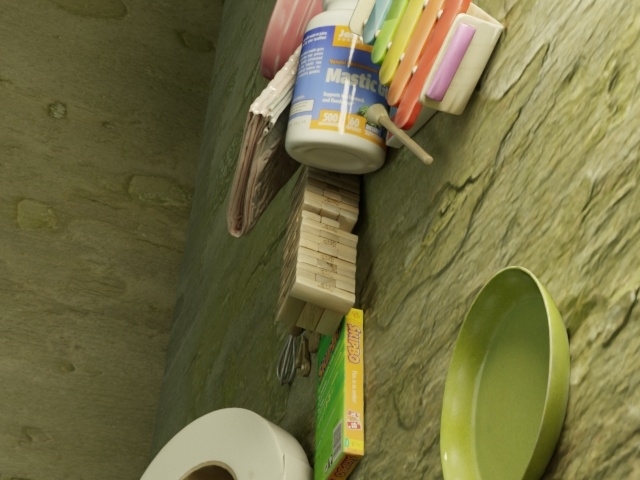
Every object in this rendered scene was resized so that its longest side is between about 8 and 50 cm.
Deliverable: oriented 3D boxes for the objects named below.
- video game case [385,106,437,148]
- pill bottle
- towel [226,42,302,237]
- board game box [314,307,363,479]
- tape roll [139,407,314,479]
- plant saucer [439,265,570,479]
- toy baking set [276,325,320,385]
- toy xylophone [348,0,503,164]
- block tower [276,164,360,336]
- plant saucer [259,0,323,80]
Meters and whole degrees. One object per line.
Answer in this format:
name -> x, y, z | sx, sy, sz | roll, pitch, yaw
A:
video game case -> 0.149, -0.292, 1.652 | 0.204, 0.025, 0.285 | 136, 144, -66
pill bottle -> 0.041, -0.248, 1.779 | 0.152, 0.152, 0.272 | 147, 134, -71
towel -> -0.042, -0.202, 1.976 | 0.332, 0.053, 0.317 | -55, -10, -36
board game box -> 0.025, 0.213, 1.667 | 0.124, 0.039, 0.259 | 118, 158, -46
tape roll -> -0.169, 0.441, 1.810 | 0.392, 0.072, 0.392 | -31, 40, 30
plant saucer -> 0.174, 0.145, 1.117 | 0.241, 0.037, 0.241 | -167, 90, -76
toy baking set -> -0.039, 0.140, 2.007 | 0.256, 0.030, 0.197 | 138, 142, -68
toy xylophone -> 0.120, -0.233, 1.500 | 0.236, 0.081, 0.323 | -69, 24, 11
block tower -> 0.000, 0.000, 1.774 | 0.335, 0.091, 0.097 | -85, 16, -54
plant saucer -> 0.003, -0.418, 2.065 | 0.332, 0.084, 0.332 | 25, -90, -85
